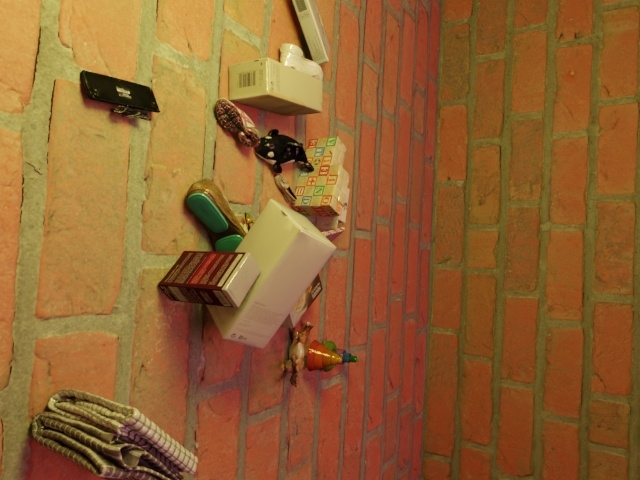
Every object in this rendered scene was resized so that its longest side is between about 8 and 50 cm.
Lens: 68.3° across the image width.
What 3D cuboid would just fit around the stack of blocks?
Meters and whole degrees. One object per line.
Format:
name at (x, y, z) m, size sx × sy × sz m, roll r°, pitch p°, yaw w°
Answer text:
stack of blocks at (0.015, -0.242, 1.782) m, size 0.087 × 0.171 × 0.297 m, roll 41°, pitch 56°, yaw -52°

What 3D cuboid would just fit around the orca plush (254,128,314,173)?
orca plush at (-0.098, -0.302, 1.639) m, size 0.287 × 0.102 × 0.151 m, roll 26°, pitch 66°, yaw -52°

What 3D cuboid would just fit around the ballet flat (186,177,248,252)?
ballet flat at (-0.277, -0.041, 1.389) m, size 0.124 × 0.116 × 0.342 m, roll -82°, pitch 150°, yaw -50°

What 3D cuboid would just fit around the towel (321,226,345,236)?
towel at (0.000, 0.000, 1.813) m, size 0.029 × 0.144 × 0.197 m, roll 57°, pitch 30°, yaw 10°

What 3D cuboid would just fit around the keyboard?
keyboard at (-0.471, -0.332, 1.114) m, size 0.192 × 0.038 × 0.100 m, roll -7°, pitch 74°, yaw -58°

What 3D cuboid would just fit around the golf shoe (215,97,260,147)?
golf shoe at (-0.256, -0.366, 1.442) m, size 0.186 × 0.068 × 0.086 m, roll 48°, pitch 20°, yaw -43°

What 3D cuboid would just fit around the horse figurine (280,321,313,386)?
horse figurine at (-0.089, 0.406, 1.726) m, size 0.174 × 0.066 × 0.263 m, roll 70°, pitch 25°, yaw -61°

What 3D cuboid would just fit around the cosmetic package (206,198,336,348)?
cosmetic package at (-0.150, 0.094, 1.320) m, size 0.155 × 0.197 × 0.365 m, roll 29°, pitch 103°, yaw -41°

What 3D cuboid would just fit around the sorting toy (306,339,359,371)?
sorting toy at (0.071, 0.477, 1.914) m, size 0.365 × 0.126 × 0.126 m, roll 31°, pitch 65°, yaw -63°

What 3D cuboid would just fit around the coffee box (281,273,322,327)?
coffee box at (-0.096, 0.179, 1.670) m, size 0.246 × 0.098 × 0.141 m, roll -47°, pitch 130°, yaw -54°

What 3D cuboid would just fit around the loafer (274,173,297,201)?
loafer at (-0.120, -0.188, 1.684) m, size 0.125 × 0.039 × 0.045 m, roll 61°, pitch 43°, yaw -40°

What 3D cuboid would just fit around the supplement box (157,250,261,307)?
supplement box at (-0.288, 0.096, 1.223) m, size 0.130 × 0.240 × 0.073 m, roll -61°, pitch 139°, yaw -37°

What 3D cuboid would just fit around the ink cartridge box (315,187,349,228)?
ink cartridge box at (0.049, -0.128, 1.906) m, size 0.062 × 0.104 × 0.181 m, roll 24°, pitch 71°, yaw -56°

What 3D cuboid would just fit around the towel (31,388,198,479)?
towel at (-0.424, 0.429, 0.972) m, size 0.121 × 0.284 × 0.235 m, roll -62°, pitch 139°, yaw -35°

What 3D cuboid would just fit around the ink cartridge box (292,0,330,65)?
ink cartridge box at (-0.034, -0.824, 1.775) m, size 0.238 × 0.060 × 0.275 m, roll -87°, pitch 158°, yaw -56°

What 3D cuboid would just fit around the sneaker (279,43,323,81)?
sneaker at (-0.078, -0.607, 1.709) m, size 0.232 × 0.090 × 0.115 m, roll 18°, pitch 85°, yaw -52°

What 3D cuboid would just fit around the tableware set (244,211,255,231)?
tableware set at (-0.224, -0.008, 1.493) m, size 0.024 × 0.104 × 0.154 m, roll -10°, pitch 117°, yaw -19°

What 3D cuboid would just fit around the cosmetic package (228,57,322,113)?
cosmetic package at (-0.137, -0.488, 1.529) m, size 0.309 × 0.160 × 0.113 m, roll -5°, pitch 97°, yaw -58°
